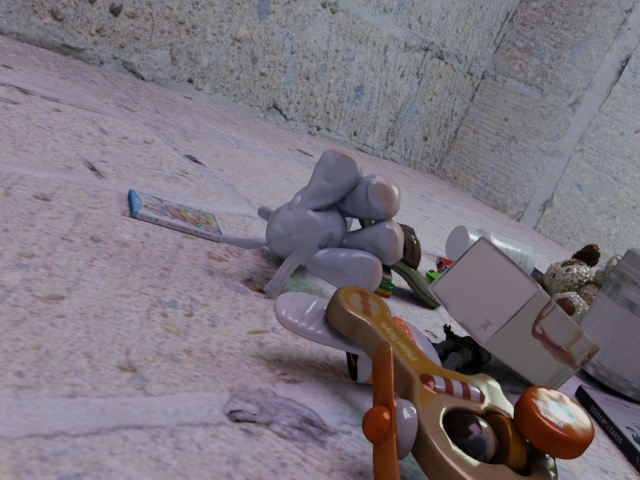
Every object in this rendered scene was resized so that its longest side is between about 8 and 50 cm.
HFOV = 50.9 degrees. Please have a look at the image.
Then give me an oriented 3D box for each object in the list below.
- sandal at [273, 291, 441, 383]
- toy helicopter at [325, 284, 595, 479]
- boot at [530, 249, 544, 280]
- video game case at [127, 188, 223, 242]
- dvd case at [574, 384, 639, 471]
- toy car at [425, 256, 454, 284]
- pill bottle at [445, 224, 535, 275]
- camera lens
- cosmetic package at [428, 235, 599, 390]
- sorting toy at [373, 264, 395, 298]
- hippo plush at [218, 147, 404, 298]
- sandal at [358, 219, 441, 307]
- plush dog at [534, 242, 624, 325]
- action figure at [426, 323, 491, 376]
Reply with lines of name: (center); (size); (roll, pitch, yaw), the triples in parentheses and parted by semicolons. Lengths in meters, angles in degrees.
sandal: (0.044, 0.142, 0.914); (0.265, 0.076, 0.102); (22, 31, -20)
toy helicopter: (0.107, 0.174, 0.765); (0.235, 0.140, 0.355); (-3, 36, -39)
boot: (0.642, 0.096, 2.067); (0.263, 0.091, 0.229); (6, 28, -41)
video game case: (-0.266, -0.046, 1.228); (0.166, 0.015, 0.119); (17, 16, -24)
dvd case: (0.565, 0.342, 1.148); (0.179, 0.029, 0.238); (21, 14, -11)
toy car: (0.306, 0.106, 1.526); (0.225, 0.053, 0.239); (8, 21, -47)
pill bottle: (0.468, 0.038, 1.866); (0.229, 0.131, 0.131); (18, 16, -24)
camera lens: (0.664, 0.181, 1.383); (0.220, 0.274, 0.219); (23, 14, -6)
cosmetic package: (0.331, 0.133, 1.127); (0.296, 0.129, 0.153); (34, 13, -46)
sorting toy: (0.074, 0.050, 1.366); (0.132, 0.046, 0.274); (23, 15, -4)
hippo plush: (0.000, 0.000, 1.194); (0.234, 0.294, 0.236); (50, -12, -4)
sandal: (0.169, 0.018, 1.355); (0.303, 0.086, 0.120); (44, 13, -29)
plush dog: (0.697, 0.134, 1.798); (0.210, 0.263, 0.225); (56, 1, -41)
action figure: (0.234, 0.185, 1.127); (0.137, 0.063, 0.232); (28, 11, 27)
